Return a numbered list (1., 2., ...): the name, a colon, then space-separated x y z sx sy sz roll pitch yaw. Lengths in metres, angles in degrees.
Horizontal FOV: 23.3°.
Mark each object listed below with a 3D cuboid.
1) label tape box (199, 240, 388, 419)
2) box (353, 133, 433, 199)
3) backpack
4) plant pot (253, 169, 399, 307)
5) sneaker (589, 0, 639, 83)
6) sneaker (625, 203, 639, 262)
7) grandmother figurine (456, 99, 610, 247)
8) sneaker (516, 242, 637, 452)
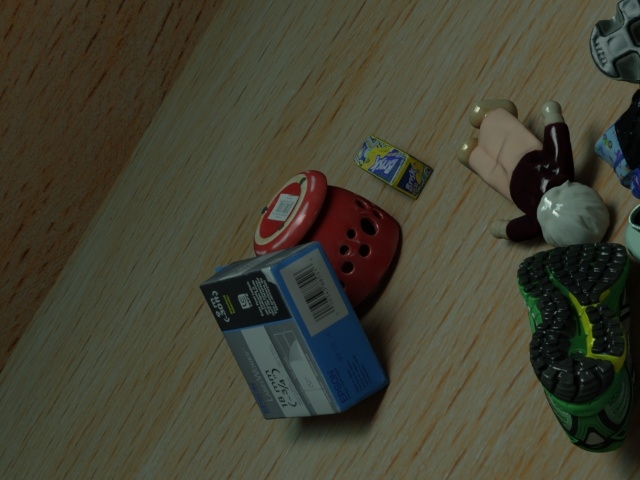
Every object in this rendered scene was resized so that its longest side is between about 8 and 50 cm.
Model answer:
1. label tape box: -0.071 0.147 2.371 0.106 0.241 0.333 -30 8 -32
2. box: 0.115 -0.120 2.509 0.059 0.054 0.169 -61 26 4
3. backpack: 0.413 -0.108 1.830 0.173 0.158 0.117 127 133 -61
4. plant pot: 0.000 0.000 2.447 0.191 0.174 0.191 -45 25 28
5. sneaker: 0.479 -0.270 1.761 0.330 0.146 0.122 -22 70 32
6. sneaker: 0.395 -0.020 1.770 0.094 0.151 0.256 -66 24 -3
7. grandmother figurine: 0.292 -0.087 2.106 0.342 0.104 0.208 -121 35 -58
8. sneaker: 0.304 0.116 1.830 0.134 0.146 0.343 -7 30 16
